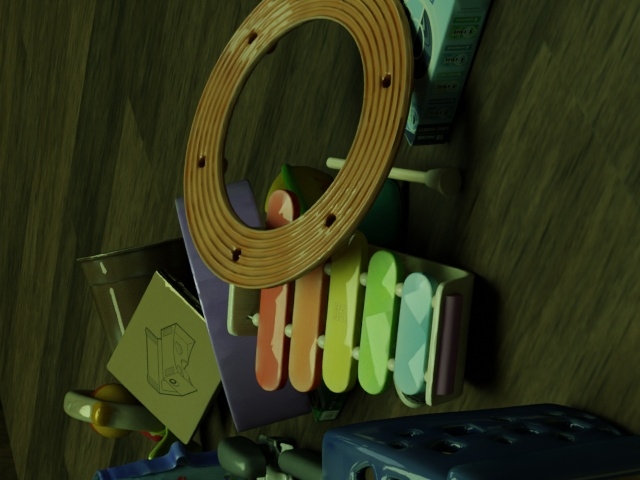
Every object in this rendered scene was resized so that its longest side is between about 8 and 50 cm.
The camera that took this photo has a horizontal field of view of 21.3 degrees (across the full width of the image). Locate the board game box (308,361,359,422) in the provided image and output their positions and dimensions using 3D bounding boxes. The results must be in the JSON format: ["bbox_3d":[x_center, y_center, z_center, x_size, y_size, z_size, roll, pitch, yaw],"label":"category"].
[{"bbox_3d":[-0.010,0.065,1.963,0.136,0.030,0.259,117,143,-51],"label":"board game box"}]

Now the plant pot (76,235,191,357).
[{"bbox_3d":[-0.256,0.089,2.455,0.167,0.167,0.165,174,85,-70],"label":"plant pot"}]

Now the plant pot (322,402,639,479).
[{"bbox_3d":[0.153,0.252,1.289,0.212,0.236,0.235,-3,91,63],"label":"plant pot"}]

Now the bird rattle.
[{"bbox_3d":[-0.276,0.244,2.495,0.253,0.207,0.143,26,100,57],"label":"bird rattle"}]

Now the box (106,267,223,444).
[{"bbox_3d":[-0.200,0.160,2.330,0.164,0.021,0.201,43,127,17],"label":"box"}]

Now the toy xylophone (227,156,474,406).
[{"bbox_3d":[0.035,0.037,1.649,0.323,0.081,0.236,3,95,49],"label":"toy xylophone"}]

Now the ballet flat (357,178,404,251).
[{"bbox_3d":[0.053,0.005,1.746,0.052,0.057,0.168,-116,27,-69],"label":"ballet flat"}]

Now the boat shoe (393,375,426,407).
[{"bbox_3d":[0.081,0.105,1.697,0.038,0.046,0.125,118,139,-54],"label":"boat shoe"}]

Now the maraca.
[{"bbox_3d":[0.000,0.000,1.817,0.185,0.099,0.127,66,-173,24],"label":"maraca"}]

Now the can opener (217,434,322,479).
[{"bbox_3d":[-0.039,0.285,2.011,0.280,0.093,0.074,-175,82,-65],"label":"can opener"}]

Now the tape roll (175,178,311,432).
[{"bbox_3d":[-0.087,0.073,1.919,0.275,0.090,0.274,164,90,-88],"label":"tape roll"}]

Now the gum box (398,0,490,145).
[{"bbox_3d":[0.096,-0.209,1.598,0.184,0.041,0.157,104,153,-43],"label":"gum box"}]

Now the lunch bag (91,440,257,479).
[{"bbox_3d":[-0.201,0.368,2.262,0.138,0.221,0.293,-115,28,-43],"label":"lunch bag"}]

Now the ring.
[{"bbox_3d":[-0.022,-0.111,1.667,0.337,0.032,0.336,-26,55,43],"label":"ring"}]
